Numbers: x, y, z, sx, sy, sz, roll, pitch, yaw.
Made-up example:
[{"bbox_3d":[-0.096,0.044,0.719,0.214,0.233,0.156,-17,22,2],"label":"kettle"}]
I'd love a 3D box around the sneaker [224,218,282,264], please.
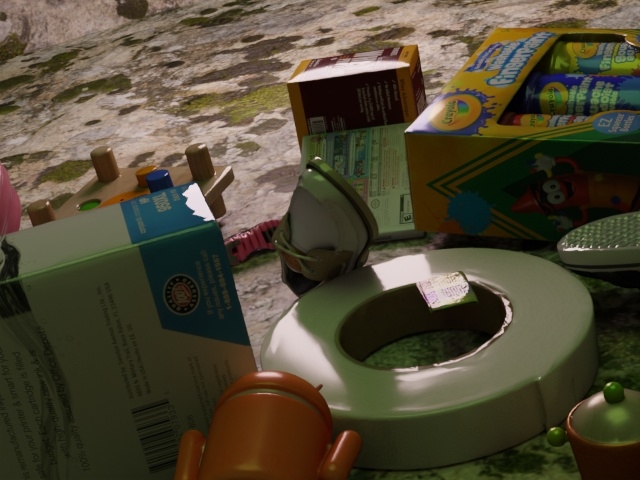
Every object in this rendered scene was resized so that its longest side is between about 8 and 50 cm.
[{"bbox_3d":[-0.100,-0.003,1.939,0.119,0.047,0.057,-20,14,-18],"label":"sneaker"}]

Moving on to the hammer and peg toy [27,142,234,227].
[{"bbox_3d":[-0.308,-0.017,1.966,0.266,0.127,0.361,0,30,26],"label":"hammer and peg toy"}]

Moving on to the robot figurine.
[{"bbox_3d":[-0.053,0.219,1.297,0.158,0.128,0.219,-36,26,32],"label":"robot figurine"}]

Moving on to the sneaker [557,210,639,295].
[{"bbox_3d":[0.432,0.033,1.496,0.321,0.127,0.126,-5,22,34],"label":"sneaker"}]

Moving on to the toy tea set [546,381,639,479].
[{"bbox_3d":[0.385,0.170,1.212,0.336,0.124,0.200,-21,25,-18],"label":"toy tea set"}]

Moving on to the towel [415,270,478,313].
[{"bbox_3d":[0.149,0.061,1.537,0.060,0.009,0.083,-14,25,-4],"label":"towel"}]

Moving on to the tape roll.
[{"bbox_3d":[0.124,0.125,1.509,0.392,0.072,0.392,-11,23,5],"label":"tape roll"}]

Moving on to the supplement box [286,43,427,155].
[{"bbox_3d":[0.068,-0.192,2.072,0.194,0.191,0.129,-6,22,13],"label":"supplement box"}]

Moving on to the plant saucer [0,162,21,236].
[{"bbox_3d":[-0.513,0.031,1.829,0.084,0.332,0.332,25,6,-29],"label":"plant saucer"}]

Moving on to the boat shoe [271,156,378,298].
[{"bbox_3d":[0.000,0.000,1.651,0.103,0.302,0.113,-42,71,-13],"label":"boat shoe"}]

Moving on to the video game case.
[{"bbox_3d":[0.061,-0.083,1.942,0.193,0.023,0.212,-6,52,13],"label":"video game case"}]

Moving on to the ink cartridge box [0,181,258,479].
[{"bbox_3d":[-0.277,0.135,1.421,0.395,0.285,0.166,-16,23,-8],"label":"ink cartridge box"}]

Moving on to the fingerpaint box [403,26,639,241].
[{"bbox_3d":[0.371,-0.167,1.879,0.371,0.163,0.445,5,29,25],"label":"fingerpaint box"}]
